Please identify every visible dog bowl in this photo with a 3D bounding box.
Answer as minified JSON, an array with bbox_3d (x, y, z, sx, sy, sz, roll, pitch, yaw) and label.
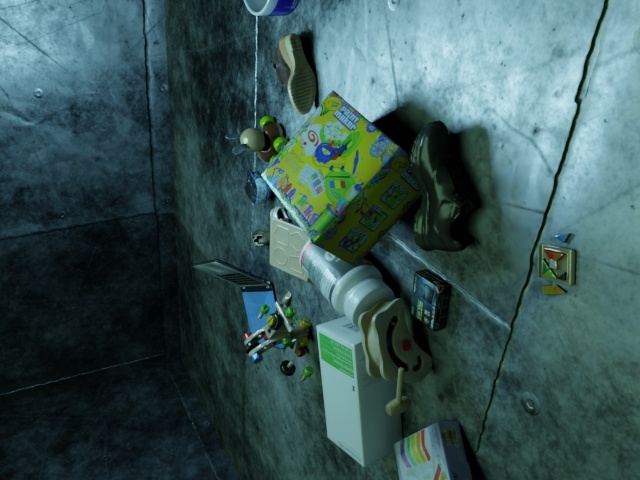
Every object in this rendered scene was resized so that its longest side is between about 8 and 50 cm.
[{"bbox_3d":[-0.153,-0.829,1.613,0.265,0.104,0.265,31,126,54],"label":"dog bowl"}]

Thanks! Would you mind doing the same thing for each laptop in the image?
[{"bbox_3d":[-0.360,0.271,2.260,0.382,0.407,0.237,-12,55,61],"label":"laptop"}]

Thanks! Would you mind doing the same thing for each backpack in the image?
[{"bbox_3d":[-0.231,-0.197,2.000,0.105,0.084,0.114,106,147,-41],"label":"backpack"}]

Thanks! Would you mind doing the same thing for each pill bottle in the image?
[{"bbox_3d":[0.073,0.106,1.472,0.283,0.161,0.161,46,138,45],"label":"pill bottle"}]

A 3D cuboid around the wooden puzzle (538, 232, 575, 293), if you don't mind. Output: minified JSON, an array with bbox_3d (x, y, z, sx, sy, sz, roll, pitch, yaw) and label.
[{"bbox_3d":[0.426,0.045,0.957,0.078,0.014,0.117,3,102,61],"label":"wooden puzzle"}]

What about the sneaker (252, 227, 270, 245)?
[{"bbox_3d":[-0.245,-0.012,2.105,0.188,0.071,0.066,0,100,61],"label":"sneaker"}]

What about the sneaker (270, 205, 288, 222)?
[{"bbox_3d":[-0.141,-0.048,1.917,0.075,0.057,0.162,149,110,-66],"label":"sneaker"}]

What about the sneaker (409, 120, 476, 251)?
[{"bbox_3d":[0.269,-0.109,1.120,0.130,0.109,0.287,14,119,49],"label":"sneaker"}]

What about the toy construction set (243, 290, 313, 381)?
[{"bbox_3d":[-0.124,0.294,1.903,0.237,0.257,0.309,-58,24,29],"label":"toy construction set"}]

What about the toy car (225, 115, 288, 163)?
[{"bbox_3d":[-0.229,-0.336,1.838,0.155,0.188,0.149,58,145,34],"label":"toy car"}]

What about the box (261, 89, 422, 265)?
[{"bbox_3d":[0.056,-0.150,1.263,0.279,0.177,0.290,-48,49,12],"label":"box"}]

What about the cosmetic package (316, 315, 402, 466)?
[{"bbox_3d":[0.114,0.417,1.508,0.196,0.155,0.366,13,111,56],"label":"cosmetic package"}]

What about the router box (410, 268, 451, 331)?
[{"bbox_3d":[0.262,0.143,1.266,0.092,0.038,0.123,35,130,53],"label":"router box"}]

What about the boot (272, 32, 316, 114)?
[{"bbox_3d":[-0.088,-0.511,1.660,0.207,0.090,0.249,-165,65,-72],"label":"boot"}]

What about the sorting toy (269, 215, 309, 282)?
[{"bbox_3d":[-0.104,0.028,1.860,0.208,0.038,0.193,25,122,37],"label":"sorting toy"}]

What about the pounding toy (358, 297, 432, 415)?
[{"bbox_3d":[0.208,0.276,1.291,0.154,0.154,0.270,-13,87,62],"label":"pounding toy"}]

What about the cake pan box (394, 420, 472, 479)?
[{"bbox_3d":[0.281,0.608,1.297,0.246,0.070,0.267,121,148,-54],"label":"cake pan box"}]
